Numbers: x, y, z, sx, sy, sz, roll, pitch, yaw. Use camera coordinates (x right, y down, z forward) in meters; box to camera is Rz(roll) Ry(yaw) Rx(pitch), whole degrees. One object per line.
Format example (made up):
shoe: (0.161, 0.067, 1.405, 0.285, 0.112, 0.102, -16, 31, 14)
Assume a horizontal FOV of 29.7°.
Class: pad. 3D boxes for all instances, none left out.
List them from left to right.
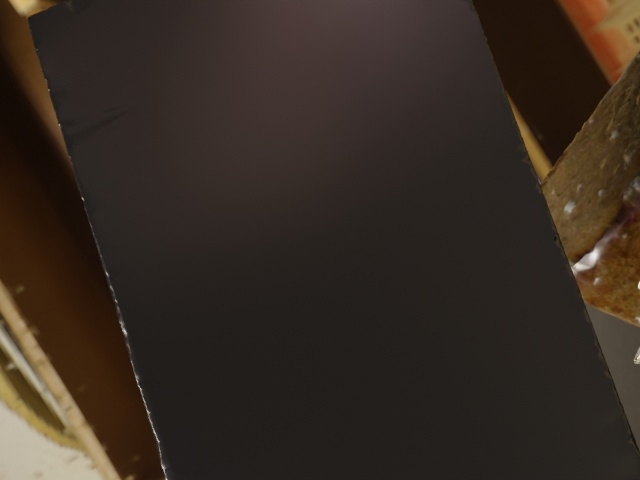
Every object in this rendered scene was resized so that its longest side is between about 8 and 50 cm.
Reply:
pad: (0.000, 0.000, 0.536, 0.005, 0.202, 0.299, 38, -148, -79)

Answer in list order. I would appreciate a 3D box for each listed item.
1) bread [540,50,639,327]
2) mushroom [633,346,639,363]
bread: (0.289, -0.117, 0.633, 0.165, 0.416, 0.113, 28, -157, -15)
mushroom: (0.360, 0.021, 1.011, 0.068, 0.043, 0.306, 45, 138, 25)
